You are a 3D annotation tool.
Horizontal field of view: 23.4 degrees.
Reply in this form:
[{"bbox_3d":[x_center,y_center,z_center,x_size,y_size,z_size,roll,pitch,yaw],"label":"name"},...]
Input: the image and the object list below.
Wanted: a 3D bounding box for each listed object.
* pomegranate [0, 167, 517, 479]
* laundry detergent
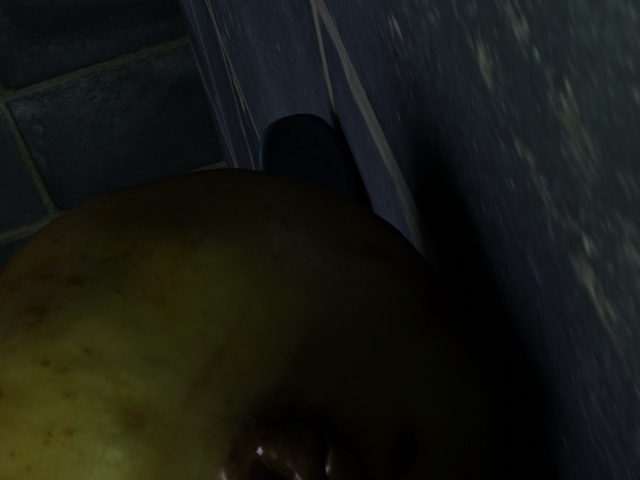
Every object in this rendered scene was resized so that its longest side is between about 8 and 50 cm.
[{"bbox_3d":[-0.050,0.111,0.711,0.307,0.307,0.307,162,90,-86],"label":"pomegranate"},{"bbox_3d":[-0.001,0.001,1.058,0.206,0.061,0.097,79,169,-63],"label":"laundry detergent"}]
